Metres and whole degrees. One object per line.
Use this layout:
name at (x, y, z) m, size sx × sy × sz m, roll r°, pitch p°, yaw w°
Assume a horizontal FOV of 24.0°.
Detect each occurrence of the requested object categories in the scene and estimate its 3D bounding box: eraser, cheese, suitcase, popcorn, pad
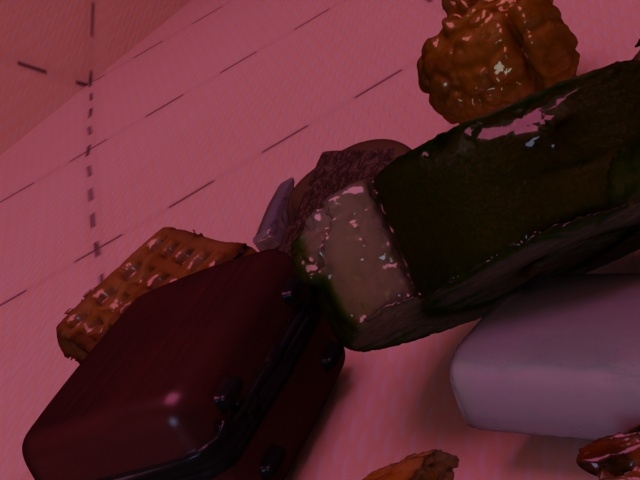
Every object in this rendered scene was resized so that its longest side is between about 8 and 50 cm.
eraser at (0.255, 0.084, 1.137) m, size 0.189 × 0.104 × 0.290 m, roll -23°, pitch 12°, yaw -35°
cheese at (0.051, -0.048, 1.811) m, size 0.175 × 0.091 × 0.202 m, roll -34°, pitch 20°, yaw -5°
suitcase at (-0.124, 0.154, 1.448) m, size 0.236 × 0.161 × 0.297 m, roll -19°, pitch 23°, yaw 30°
popcorn at (0.216, -0.251, 1.910) m, size 0.200 × 0.203 × 0.226 m, roll -21°, pitch 1°, yaw -2°
pad at (0.000, 0.000, 1.724) m, size 0.158 × 0.003 × 0.235 m, roll 2°, pitch 66°, yaw 58°

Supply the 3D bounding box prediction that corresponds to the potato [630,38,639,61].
potato at (0.386, -0.167, 1.665) m, size 0.100 × 0.089 × 0.172 m, roll -17°, pitch -20°, yaw -23°

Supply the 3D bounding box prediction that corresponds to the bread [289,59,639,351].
bread at (0.160, -0.026, 1.304) m, size 0.381 × 0.129 × 0.366 m, roll -19°, pitch -12°, yaw -12°

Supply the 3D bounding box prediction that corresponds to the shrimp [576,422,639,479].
shrimp at (0.161, 0.210, 1.024) m, size 0.262 × 0.066 × 0.117 m, roll -24°, pitch 45°, yaw 19°

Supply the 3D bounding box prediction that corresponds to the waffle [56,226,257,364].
waffle at (-0.182, 0.088, 1.776) m, size 0.224 × 0.098 × 0.327 m, roll -43°, pitch 19°, yaw -14°

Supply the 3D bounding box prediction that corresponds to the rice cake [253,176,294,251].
rice cake at (-0.054, -0.036, 2.025) m, size 0.042 × 0.030 × 0.180 m, roll -29°, pitch 18°, yaw 21°

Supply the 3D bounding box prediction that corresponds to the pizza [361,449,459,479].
pizza at (-0.020, 0.288, 1.094) m, size 0.280 × 0.075 × 0.288 m, roll -31°, pitch 14°, yaw 18°
